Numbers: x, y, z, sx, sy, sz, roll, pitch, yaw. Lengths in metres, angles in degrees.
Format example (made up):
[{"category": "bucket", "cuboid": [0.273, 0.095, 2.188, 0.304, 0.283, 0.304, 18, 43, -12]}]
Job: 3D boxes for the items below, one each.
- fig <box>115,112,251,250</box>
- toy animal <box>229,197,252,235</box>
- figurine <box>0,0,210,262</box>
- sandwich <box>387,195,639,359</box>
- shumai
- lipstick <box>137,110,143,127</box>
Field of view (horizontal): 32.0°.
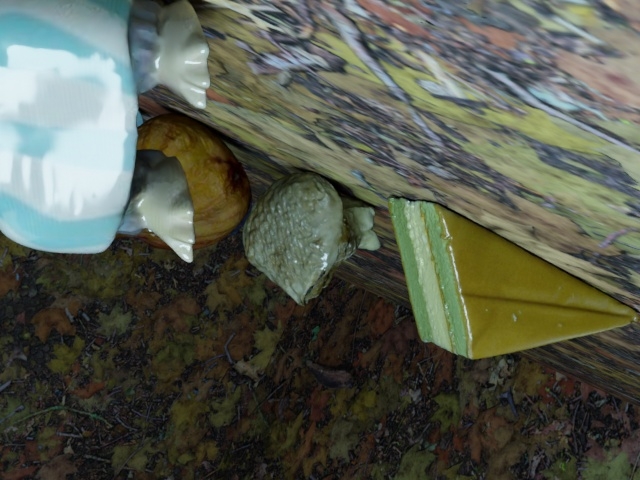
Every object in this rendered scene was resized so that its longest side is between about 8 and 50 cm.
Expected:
[{"category": "fig", "cuboid": [-0.164, -0.031, 1.132, 0.146, 0.201, 0.134, 34, 135, 3]}, {"category": "toy animal", "cuboid": [-0.250, -0.067, 1.580, 0.298, 0.122, 0.185, 18, -164, 3]}, {"category": "figurine", "cuboid": [-0.270, -0.148, 0.702, 0.361, 0.266, 0.378, 1, -143, -13]}, {"category": "sandwich", "cuboid": [0.173, 0.017, 0.998, 0.187, 0.144, 0.117, -11, -170, -19]}, {"category": "shumai", "cuboid": [0.002, -0.003, 1.142, 0.116, 0.146, 0.145, 3, -167, -42]}, {"category": "lipstick", "cuboid": [-0.248, -0.142, 1.374, 0.048, 0.048, 0.158, 26, 177, -15]}]
